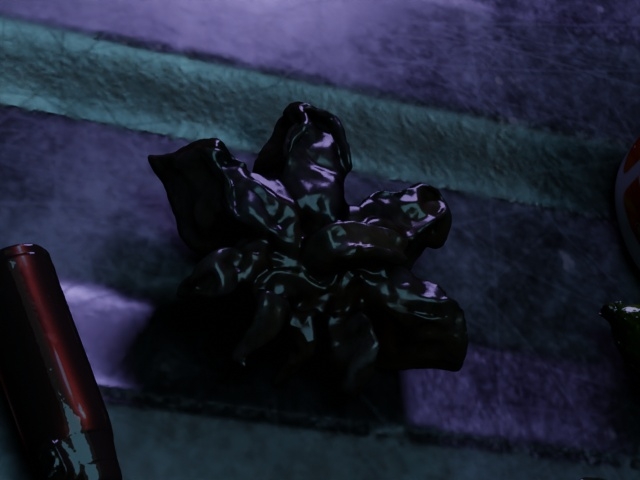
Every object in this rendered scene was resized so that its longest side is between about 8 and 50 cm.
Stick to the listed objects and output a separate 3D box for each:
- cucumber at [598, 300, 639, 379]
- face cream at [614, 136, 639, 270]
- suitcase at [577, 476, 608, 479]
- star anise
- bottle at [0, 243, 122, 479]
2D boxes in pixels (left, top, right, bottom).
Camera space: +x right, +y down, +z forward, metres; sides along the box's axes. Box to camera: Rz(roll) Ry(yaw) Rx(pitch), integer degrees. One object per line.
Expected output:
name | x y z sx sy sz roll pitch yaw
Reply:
cucumber | 0.296 0.120 1.177 0.227 0.069 0.069 41 51 6
face cream | 0.353 -0.048 1.233 0.201 0.187 0.201 12 55 -18
suitcase | 0.261 0.333 0.939 0.434 0.194 0.283 27 48 -8
star anise | 0.007 0.001 1.095 0.220 0.099 0.214 -3 71 -27
bottle | -0.167 0.085 0.981 0.060 0.060 0.164 -11 65 -31
